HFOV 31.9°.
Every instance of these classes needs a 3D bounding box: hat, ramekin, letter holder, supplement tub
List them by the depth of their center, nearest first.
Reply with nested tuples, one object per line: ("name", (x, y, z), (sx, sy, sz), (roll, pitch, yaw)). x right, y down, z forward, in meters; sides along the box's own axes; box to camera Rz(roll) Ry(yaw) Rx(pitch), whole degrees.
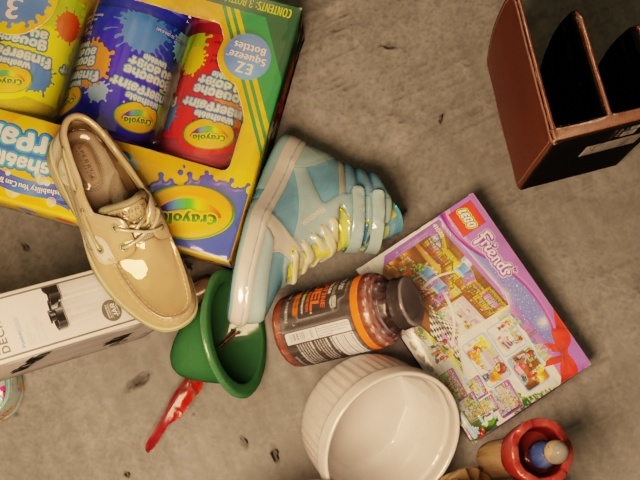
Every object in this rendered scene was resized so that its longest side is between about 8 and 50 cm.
("letter holder", (0.328, -0.213, 1.497), (0.152, 0.302, 0.214), (-15, 81, 0))
("ramekin", (0.073, 0.251, 1.501), (0.207, 0.109, 0.207), (-9, 111, -25))
("supplement tub", (0.039, 0.104, 1.527), (0.198, 0.106, 0.106), (-17, 81, 28))
("hat", (-0.194, 0.155, 1.563), (0.183, 0.173, 0.208), (-13, 50, 24))

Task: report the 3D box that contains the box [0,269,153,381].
("box", (-0.344, 0.109, 1.479), (0.290, 0.169, 0.087), (-16, 81, -36))

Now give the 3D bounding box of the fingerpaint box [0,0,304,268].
("fingerpaint box", (-0.283, -0.193, 1.578), (0.445, 0.163, 0.371), (16, 84, 1))

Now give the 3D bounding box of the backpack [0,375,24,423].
("backpack", (-0.506, 0.178, 1.558), (0.166, 0.144, 0.188), (-18, 85, -6))

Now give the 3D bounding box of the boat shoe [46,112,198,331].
("boat shoe", (-0.250, -0.022, 1.421), (0.109, 0.098, 0.302), (-28, 84, -24))

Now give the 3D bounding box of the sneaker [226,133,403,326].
("sneaker", (0.000, 0.000, 1.523), (0.208, 0.127, 0.319), (17, 54, 0))

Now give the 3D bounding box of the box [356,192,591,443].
("box", (0.213, 0.109, 1.579), (0.201, 0.057, 0.293), (-33, 82, -1))

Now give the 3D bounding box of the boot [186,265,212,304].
("boot", (-0.178, 0.089, 1.611), (0.118, 0.042, 0.087), (21, 92, 2))

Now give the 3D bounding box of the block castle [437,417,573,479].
("block castle", (0.227, 0.467, 1.373), (0.303, 0.213, 0.453), (42, 69, -1))
